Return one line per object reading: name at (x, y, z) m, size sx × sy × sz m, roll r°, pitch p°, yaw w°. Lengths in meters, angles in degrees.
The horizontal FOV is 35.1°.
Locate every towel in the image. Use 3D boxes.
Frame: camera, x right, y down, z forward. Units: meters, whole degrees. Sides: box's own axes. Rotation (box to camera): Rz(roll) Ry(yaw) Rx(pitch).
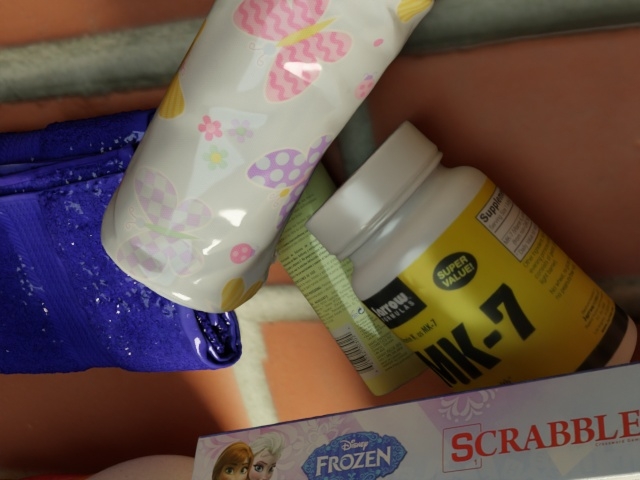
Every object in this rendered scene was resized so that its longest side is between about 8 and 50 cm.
towel at (-0.233, 0.019, 0.846) m, size 0.308 × 0.076 × 0.228 m, roll -4°, pitch 113°, yaw 26°

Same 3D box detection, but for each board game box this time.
board game box at (0.133, 0.191, 0.682) m, size 0.318 × 0.066 × 0.318 m, roll -15°, pitch 143°, yaw 30°

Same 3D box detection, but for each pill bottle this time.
pill bottle at (0.097, 0.027, 0.675) m, size 0.208 × 0.119 × 0.119 m, roll 44°, pitch 125°, yaw -2°

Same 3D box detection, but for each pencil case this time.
pencil case at (-0.037, -0.082, 0.652) m, size 0.124 × 0.113 × 0.273 m, roll 26°, pitch 114°, yaw -12°

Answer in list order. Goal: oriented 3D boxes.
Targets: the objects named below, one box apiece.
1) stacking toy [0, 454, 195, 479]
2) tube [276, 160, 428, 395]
stacking toy at (-0.300, 0.342, 0.950) m, size 0.480 × 0.350 × 0.351 m, roll 4°, pitch 119°, yaw 40°
tube at (0.000, 0.000, 0.746) m, size 0.070 × 0.062 × 0.240 m, roll -35°, pitch 92°, yaw -10°
